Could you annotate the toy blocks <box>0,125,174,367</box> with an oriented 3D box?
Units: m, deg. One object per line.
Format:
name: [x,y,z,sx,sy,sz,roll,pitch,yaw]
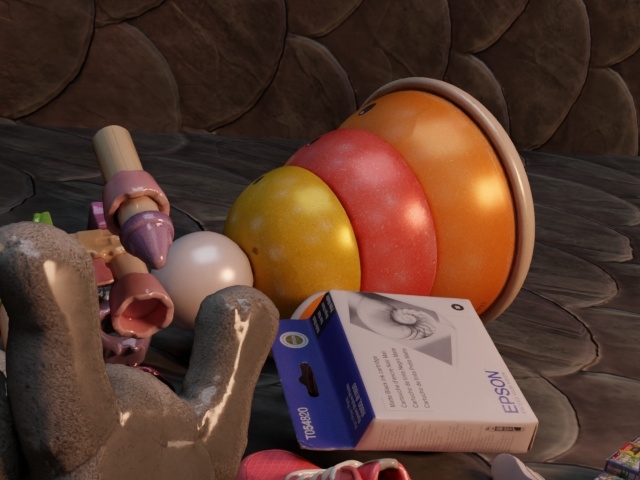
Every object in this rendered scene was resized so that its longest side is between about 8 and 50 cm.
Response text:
toy blocks: [-0.287,0.085,1.223,0.288,0.309,0.260,-9,47,-20]

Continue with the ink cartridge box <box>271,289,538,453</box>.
ink cartridge box: [0.071,0.124,1.183,0.223,0.045,0.223,2,29,-15]

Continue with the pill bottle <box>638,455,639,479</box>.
pill bottle: [0.377,0.167,0.817,0.283,0.161,0.161,10,16,-2]

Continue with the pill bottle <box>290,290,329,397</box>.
pill bottle: [0.072,0.144,1.338,0.221,0.121,0.121,20,19,34]

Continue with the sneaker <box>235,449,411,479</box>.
sneaker: [0.034,0.227,0.998,0.115,0.136,0.314,-1,18,-34]

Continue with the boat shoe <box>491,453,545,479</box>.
boat shoe: [0.211,0.249,1.221,0.035,0.035,0.100,32,-2,-32]

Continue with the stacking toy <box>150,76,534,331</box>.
stacking toy: [0.000,0.000,1.504,0.479,0.351,0.350,-17,29,-38]

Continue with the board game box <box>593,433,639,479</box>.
board game box: [0.362,0.271,1.168,0.194,0.060,0.194,18,18,31]

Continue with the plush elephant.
plush elephant: [-0.202,0.171,0.903,0.255,0.330,0.271,-7,-10,37]
